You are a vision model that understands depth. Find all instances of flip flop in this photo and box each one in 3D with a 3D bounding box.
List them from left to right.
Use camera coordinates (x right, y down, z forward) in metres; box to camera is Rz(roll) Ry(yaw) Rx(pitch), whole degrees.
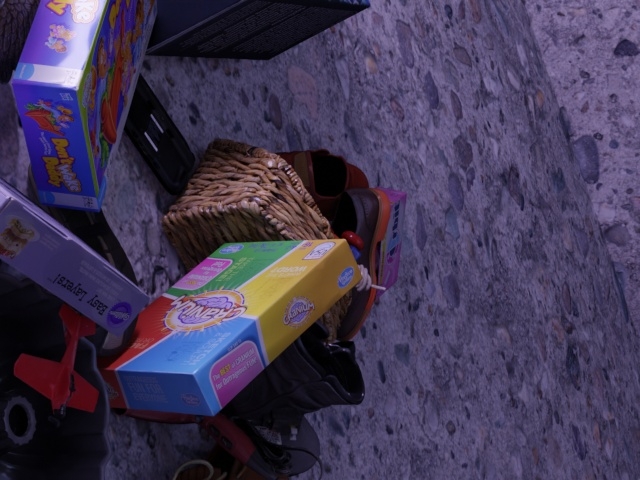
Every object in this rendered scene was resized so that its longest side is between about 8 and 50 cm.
[{"bbox_3d":[-0.315,0.020,1.789,0.112,0.080,0.277,-11,75,-60],"label":"flip flop"}]

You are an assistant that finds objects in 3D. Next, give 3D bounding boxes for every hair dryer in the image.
[{"bbox_3d":[-0.139,0.236,1.897,0.223,0.293,0.080,-123,-132,-74],"label":"hair dryer"}]

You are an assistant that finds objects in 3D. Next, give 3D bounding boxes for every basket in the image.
[{"bbox_3d":[-0.064,0.001,2.115,0.299,0.213,0.223,64,32,-28],"label":"basket"}]

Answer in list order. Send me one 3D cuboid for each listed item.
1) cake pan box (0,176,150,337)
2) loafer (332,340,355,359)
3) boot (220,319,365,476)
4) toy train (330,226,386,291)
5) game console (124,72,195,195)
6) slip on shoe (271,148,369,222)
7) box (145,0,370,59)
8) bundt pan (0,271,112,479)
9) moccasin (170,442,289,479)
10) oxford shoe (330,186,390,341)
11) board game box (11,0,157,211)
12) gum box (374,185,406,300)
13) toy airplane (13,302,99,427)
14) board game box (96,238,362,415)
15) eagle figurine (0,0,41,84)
[{"bbox_3d":[-0.342,-0.016,1.578,0.070,0.245,0.267,-51,141,-3],"label":"cake pan box"},{"bbox_3d":[0.021,0.225,2.367,0.170,0.062,0.061,-33,115,-60],"label":"loafer"},{"bbox_3d":[-0.027,0.246,2.085,0.338,0.222,0.118,49,39,-44],"label":"boot"},{"bbox_3d":[0.000,0.000,2.228,0.105,0.248,0.143,-49,123,-14],"label":"toy train"},{"bbox_3d":[-0.284,-0.206,1.955,0.361,0.044,0.213,57,35,-33],"label":"game console"},{"bbox_3d":[0.013,-0.100,2.423,0.331,0.101,0.123,10,70,-63],"label":"slip on shoe"},{"bbox_3d":[-0.136,-0.444,2.084,0.395,0.212,0.293,-14,82,-65],"label":"box"},{"bbox_3d":[-0.377,0.204,1.540,0.331,0.124,0.331,32,53,-56],"label":"bundt pan"},{"bbox_3d":[-0.161,0.361,1.888,0.147,0.139,0.380,57,33,-6],"label":"moccasin"},{"bbox_3d":[0.040,0.039,2.401,0.098,0.097,0.271,6,95,-48],"label":"oxford shoe"},{"bbox_3d":[-0.283,-0.244,1.732,0.233,0.078,0.347,92,6,-56],"label":"board game box"},{"bbox_3d":[0.100,0.010,2.529,0.107,0.062,0.188,-38,137,-58],"label":"gum box"},{"bbox_3d":[-0.285,0.138,1.576,0.151,0.028,0.151,33,53,-57],"label":"toy airplane"},{"bbox_3d":[-0.131,0.107,1.827,0.316,0.242,0.064,-41,117,-40],"label":"board game box"},{"bbox_3d":[-0.384,-0.356,1.644,0.226,0.225,0.298,1,61,-62],"label":"eagle figurine"}]
